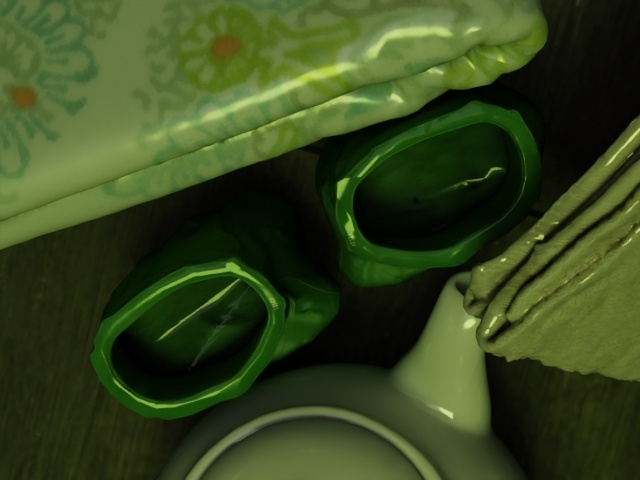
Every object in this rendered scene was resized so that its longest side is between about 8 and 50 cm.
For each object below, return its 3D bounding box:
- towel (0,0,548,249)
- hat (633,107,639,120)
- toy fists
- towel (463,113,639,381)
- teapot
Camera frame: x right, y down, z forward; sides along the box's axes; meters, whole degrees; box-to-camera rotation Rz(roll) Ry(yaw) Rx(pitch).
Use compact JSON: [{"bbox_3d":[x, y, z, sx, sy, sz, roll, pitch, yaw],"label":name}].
[{"bbox_3d":[-0.102,-0.178,0.561,0.374,0.090,0.321,-18,72,12],"label":"towel"},{"bbox_3d":[0.276,-0.112,0.522,0.331,0.331,0.134,-22,53,9],"label":"hat"},{"bbox_3d":[0.000,0.000,0.585,0.279,0.142,0.096,-32,106,9],"label":"toy fists"},{"bbox_3d":[0.217,0.007,0.499,0.187,0.282,0.049,-48,43,31],"label":"towel"},{"bbox_3d":[-0.001,0.176,0.540,0.252,0.187,0.256,-13,69,7],"label":"teapot"}]
